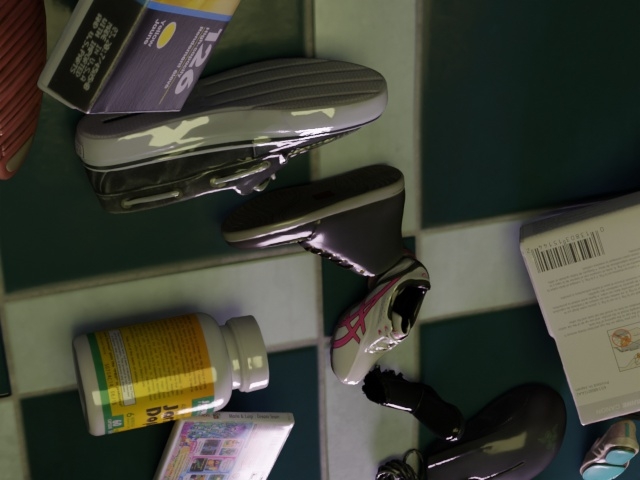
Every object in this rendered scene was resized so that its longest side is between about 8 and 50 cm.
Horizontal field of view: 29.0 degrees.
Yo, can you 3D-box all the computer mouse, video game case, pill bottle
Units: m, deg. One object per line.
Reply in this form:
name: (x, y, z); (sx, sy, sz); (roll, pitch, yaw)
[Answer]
computer mouse: (0.227, 0.305, 1.660); (0.272, 0.072, 0.188); (-37, 120, 1)
video game case: (-0.121, 0.261, 1.513); (0.143, 0.019, 0.157); (4, 136, -21)
pill bottle: (-0.171, 0.147, 1.413); (0.208, 0.117, 0.117); (-10, 118, -15)

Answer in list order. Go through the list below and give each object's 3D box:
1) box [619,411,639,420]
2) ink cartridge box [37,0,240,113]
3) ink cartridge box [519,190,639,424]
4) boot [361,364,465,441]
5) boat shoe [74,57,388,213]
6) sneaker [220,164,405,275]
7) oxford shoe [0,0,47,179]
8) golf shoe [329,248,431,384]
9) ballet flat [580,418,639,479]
box: (0.565, 0.070, 1.650); (0.318, 0.097, 0.395); (12, 111, -25)
ink cartridge box: (-0.105, -0.258, 1.142); (0.072, 0.307, 0.303); (33, 104, 10)
ink cartridge box: (0.424, 0.067, 1.522); (0.296, 0.066, 0.261); (-17, 105, 14)
boot: (0.114, 0.204, 1.545); (0.099, 0.121, 0.045); (20, 104, -33)
boat shoe: (-0.091, -0.110, 1.332); (0.335, 0.121, 0.119); (-11, 126, -3)
sneaker: (0.000, 0.000, 1.423); (0.222, 0.083, 0.118); (-15, 119, -13)
oxford shoe: (-0.360, -0.241, 1.174); (0.147, 0.140, 0.397); (4, 122, 12)
golf shoe: (0.070, 0.102, 1.497); (0.067, 0.086, 0.186); (18, 109, -28)
ballet flat: (0.402, 0.289, 1.703); (0.057, 0.052, 0.168); (11, 154, -3)
